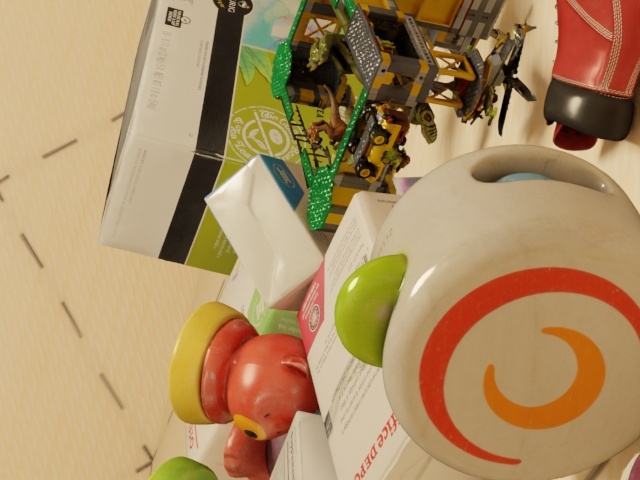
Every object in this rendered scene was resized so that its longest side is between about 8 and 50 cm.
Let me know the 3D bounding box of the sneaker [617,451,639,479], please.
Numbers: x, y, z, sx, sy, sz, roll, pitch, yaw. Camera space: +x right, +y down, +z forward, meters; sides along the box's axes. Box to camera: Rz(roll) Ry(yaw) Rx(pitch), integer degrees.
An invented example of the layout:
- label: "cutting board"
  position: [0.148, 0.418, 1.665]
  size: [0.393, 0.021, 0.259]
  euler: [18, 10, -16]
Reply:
- label: "sneaker"
  position: [0.202, 0.182, 0.706]
  size: [0.084, 0.069, 0.186]
  euler: [-47, 36, 49]

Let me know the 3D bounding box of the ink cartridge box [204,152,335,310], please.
- label: "ink cartridge box"
  position: [0.000, 0.000, 1.388]
  size: [0.078, 0.231, 0.134]
  euler: [-39, 69, 20]

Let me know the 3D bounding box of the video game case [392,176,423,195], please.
- label: "video game case"
  position: [0.086, 0.027, 1.504]
  size: [0.274, 0.026, 0.196]
  euler: [-171, 95, -79]

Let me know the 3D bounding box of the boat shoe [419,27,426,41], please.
- label: "boat shoe"
  position: [0.103, -0.346, 1.652]
  size: [0.324, 0.123, 0.116]
  euler: [-88, 16, -53]

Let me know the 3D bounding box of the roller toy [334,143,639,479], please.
- label: "roller toy"
  position: [0.129, 0.045, 0.892]
  size: [0.191, 0.209, 0.146]
  euler: [-34, 26, 14]

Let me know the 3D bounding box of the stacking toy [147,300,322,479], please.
- label: "stacking toy"
  position: [-0.050, 0.236, 1.370]
  size: [0.309, 0.130, 0.280]
  euler: [47, -122, -58]

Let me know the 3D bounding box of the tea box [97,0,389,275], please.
- label: "tea box"
  position: [-0.091, -0.142, 1.794]
  size: [0.220, 0.323, 0.329]
  euler: [117, 162, -47]

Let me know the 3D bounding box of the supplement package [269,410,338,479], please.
- label: "supplement package"
  position: [0.005, 0.301, 1.274]
  size: [0.139, 0.133, 0.244]
  euler: [-94, 22, -57]

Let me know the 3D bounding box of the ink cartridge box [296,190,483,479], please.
- label: "ink cartridge box"
  position: [0.071, 0.103, 1.181]
  size: [0.237, 0.100, 0.172]
  euler: [-106, 30, -41]

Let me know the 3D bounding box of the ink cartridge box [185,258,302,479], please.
- label: "ink cartridge box"
  position: [-0.074, 0.160, 1.656]
  size: [0.207, 0.119, 0.353]
  euler: [-99, 30, -53]

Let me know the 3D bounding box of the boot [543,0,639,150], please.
- label: "boot"
  position: [0.200, -0.171, 1.085]
  size: [0.244, 0.088, 0.176]
  euler: [-104, 26, -65]

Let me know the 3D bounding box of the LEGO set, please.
- label: "LEGO set"
  position: [0.090, -0.148, 1.327]
  size: [0.331, 0.192, 0.255]
  euler: [-113, 36, -55]
